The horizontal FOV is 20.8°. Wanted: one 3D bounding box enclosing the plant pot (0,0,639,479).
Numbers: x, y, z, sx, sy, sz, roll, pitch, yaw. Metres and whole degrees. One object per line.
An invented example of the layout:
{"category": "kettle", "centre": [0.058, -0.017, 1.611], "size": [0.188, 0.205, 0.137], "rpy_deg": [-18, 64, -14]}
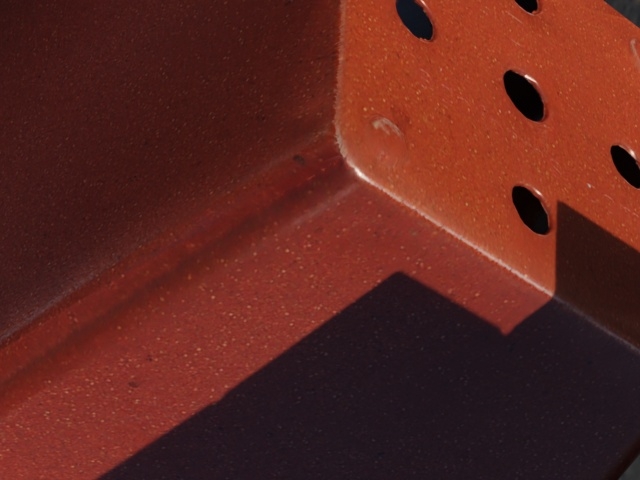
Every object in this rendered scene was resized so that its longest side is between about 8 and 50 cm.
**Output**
{"category": "plant pot", "centre": [0.000, 0.000, 0.705], "size": [0.267, 0.267, 0.236], "rpy_deg": [31, 134, -29]}
